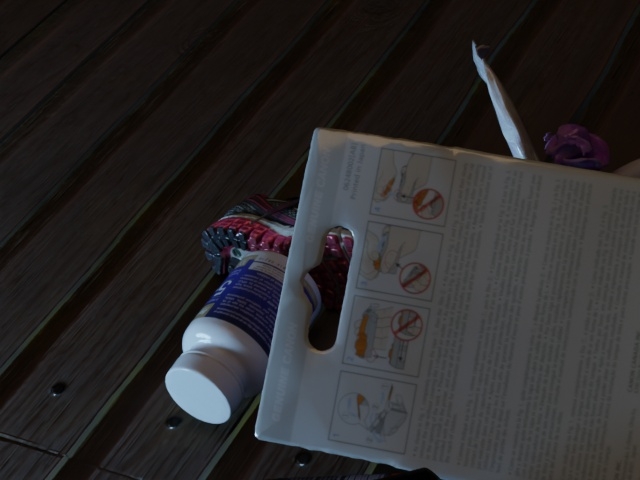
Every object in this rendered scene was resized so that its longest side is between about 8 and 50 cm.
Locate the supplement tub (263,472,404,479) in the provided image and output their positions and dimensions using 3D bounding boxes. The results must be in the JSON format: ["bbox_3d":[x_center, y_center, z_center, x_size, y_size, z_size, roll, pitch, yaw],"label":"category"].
[{"bbox_3d":[0.039,0.271,1.192,0.198,0.106,0.106,-4,39,12],"label":"supplement tub"}]

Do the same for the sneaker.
[{"bbox_3d":[0.000,0.000,1.526,0.299,0.121,0.112,14,44,31],"label":"sneaker"}]

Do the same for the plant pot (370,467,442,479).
[{"bbox_3d":[0.073,0.314,1.030,0.187,0.188,0.167,43,100,20],"label":"plant pot"}]

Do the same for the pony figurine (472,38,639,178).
[{"bbox_3d":[0.268,-0.013,1.368,0.363,0.303,0.351,-8,50,-7],"label":"pony figurine"}]

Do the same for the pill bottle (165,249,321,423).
[{"bbox_3d":[-0.088,0.109,1.424,0.112,0.112,0.187,11,44,28],"label":"pill bottle"}]

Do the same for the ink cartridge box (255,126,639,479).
[{"bbox_3d":[0.157,0.076,1.208,0.385,0.091,0.308,10,82,6],"label":"ink cartridge box"}]
